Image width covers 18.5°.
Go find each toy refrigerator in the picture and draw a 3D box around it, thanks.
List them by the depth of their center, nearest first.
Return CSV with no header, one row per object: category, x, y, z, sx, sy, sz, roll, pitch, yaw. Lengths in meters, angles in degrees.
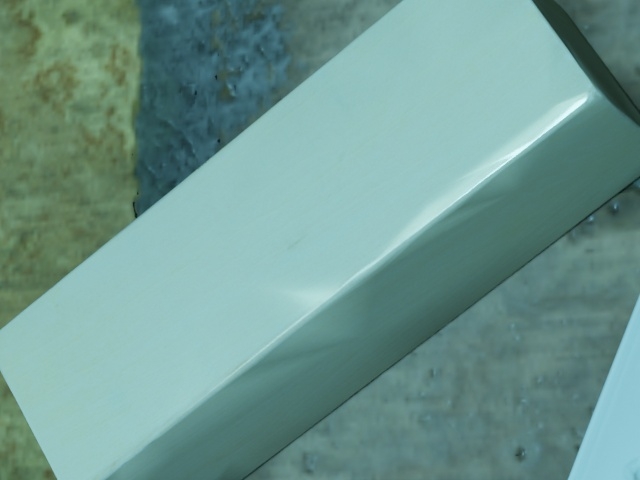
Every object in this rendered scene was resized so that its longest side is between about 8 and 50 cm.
toy refrigerator,0.000,0.000,0.822,0.269,0.102,0.094,-39,66,14

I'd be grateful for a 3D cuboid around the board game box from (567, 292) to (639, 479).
board game box,0.278,0.087,0.609,0.390,0.050,0.390,10,57,27
